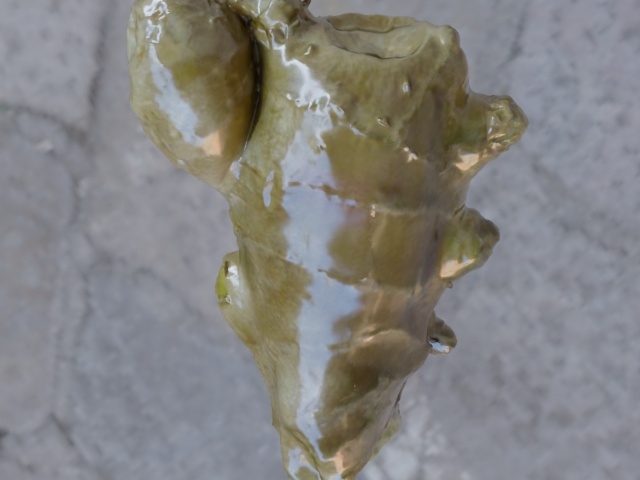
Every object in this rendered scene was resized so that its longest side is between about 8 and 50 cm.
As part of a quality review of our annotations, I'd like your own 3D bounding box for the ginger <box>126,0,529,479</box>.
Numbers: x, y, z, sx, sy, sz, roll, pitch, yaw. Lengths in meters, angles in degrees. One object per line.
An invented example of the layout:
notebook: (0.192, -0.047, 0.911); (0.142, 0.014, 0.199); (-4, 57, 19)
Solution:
ginger: (0.011, -0.009, 0.671); (0.081, 0.115, 0.205); (39, 152, 54)
